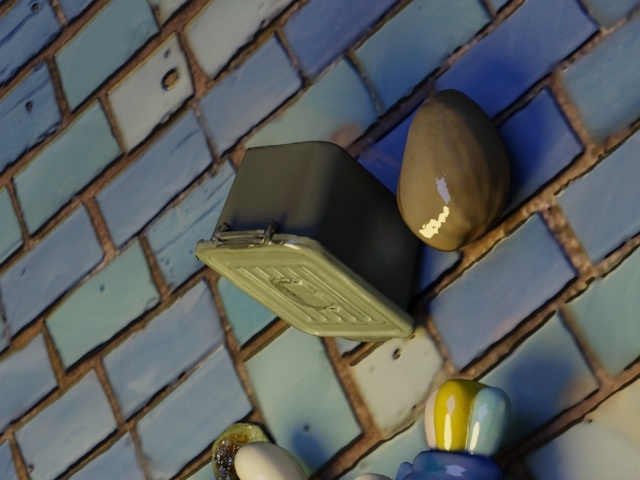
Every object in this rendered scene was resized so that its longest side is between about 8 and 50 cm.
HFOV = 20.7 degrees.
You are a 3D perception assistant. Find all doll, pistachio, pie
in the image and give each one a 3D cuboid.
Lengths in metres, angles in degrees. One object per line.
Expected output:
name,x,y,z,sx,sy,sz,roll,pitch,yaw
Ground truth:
doll,0.065,0.320,1.717,0.365,0.187,0.376,-35,74,32
pistachio,0.137,-0.072,1.831,0.124,0.124,0.185,-28,53,28
pie,-0.088,0.243,1.971,0.085,0.017,0.085,-13,69,34

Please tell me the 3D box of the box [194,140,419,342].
box,0.000,0.000,1.851,0.163,0.243,0.135,-3,62,38
